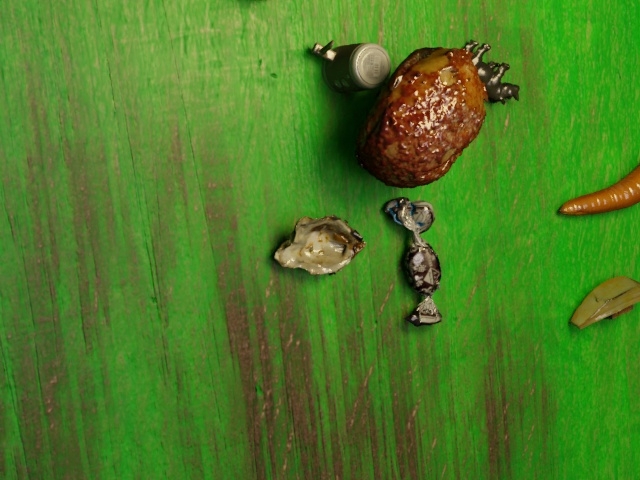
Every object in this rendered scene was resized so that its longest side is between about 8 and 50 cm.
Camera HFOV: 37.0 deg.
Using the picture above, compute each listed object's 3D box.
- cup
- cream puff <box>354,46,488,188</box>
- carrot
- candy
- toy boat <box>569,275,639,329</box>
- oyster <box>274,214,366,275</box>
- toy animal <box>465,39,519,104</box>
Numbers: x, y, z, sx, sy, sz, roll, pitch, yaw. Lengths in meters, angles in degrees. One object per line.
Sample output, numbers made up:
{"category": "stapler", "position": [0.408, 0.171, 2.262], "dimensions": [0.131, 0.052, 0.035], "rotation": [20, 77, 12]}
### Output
{"category": "cup", "position": [0.049, -0.276, 1.459], "dimensions": [0.074, 0.099, 0.102], "rotation": [-43, 113, -18]}
{"category": "cream puff", "position": [0.159, -0.183, 1.453], "dimensions": [0.164, 0.240, 0.240], "rotation": [30, 78, 16]}
{"category": "carrot", "position": [0.557, -0.088, 1.780], "dimensions": [0.271, 0.062, 0.066], "rotation": [-29, 141, -18]}
{"category": "candy", "position": [0.160, 0.036, 1.587], "dimensions": [0.094, 0.051, 0.226], "rotation": [-17, 102, -15]}
{"category": "toy boat", "position": [0.542, 0.117, 1.793], "dimensions": [0.172, 0.065, 0.066], "rotation": [-21, 125, -22]}
{"category": "oyster", "position": [0.004, 0.005, 1.495], "dimensions": [0.148, 0.051, 0.103], "rotation": [17, 106, -28]}
{"category": "toy animal", "position": [0.289, -0.276, 1.619], "dimensions": [0.136, 0.047, 0.065], "rotation": [35, 84, -28]}
